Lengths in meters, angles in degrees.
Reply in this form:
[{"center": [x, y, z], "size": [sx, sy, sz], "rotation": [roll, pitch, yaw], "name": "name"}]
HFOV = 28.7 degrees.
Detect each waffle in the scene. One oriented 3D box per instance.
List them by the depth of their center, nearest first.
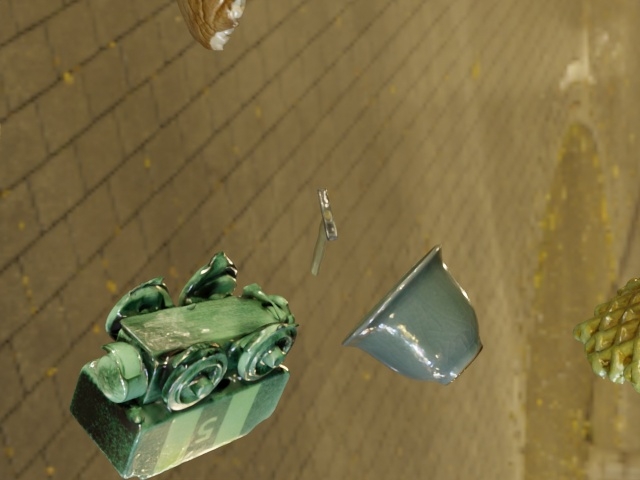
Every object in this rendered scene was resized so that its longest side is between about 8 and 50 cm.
[{"center": [0.394, 0.083, 1.419], "size": [0.054, 0.214, 0.208], "rotation": [50, 3, -16], "name": "waffle"}]

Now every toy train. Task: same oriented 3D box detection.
[{"center": [-0.166, 0.158, 1.574], "size": [0.299, 0.167, 0.238], "rotation": [-15, 140, -44], "name": "toy train"}]

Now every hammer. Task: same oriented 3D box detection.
[{"center": [0.000, 0.000, 1.492], "size": [0.199, 0.013, 0.062], "rotation": [104, -25, -70], "name": "hammer"}]

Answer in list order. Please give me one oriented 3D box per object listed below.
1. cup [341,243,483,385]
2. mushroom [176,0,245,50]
[{"center": [0.149, 0.125, 1.764], "size": [0.150, 0.199, 0.199], "rotation": [44, 25, 2], "name": "cup"}, {"center": [-0.027, -0.308, 1.371], "size": [0.208, 0.301, 0.233], "rotation": [-27, 131, -70], "name": "mushroom"}]
